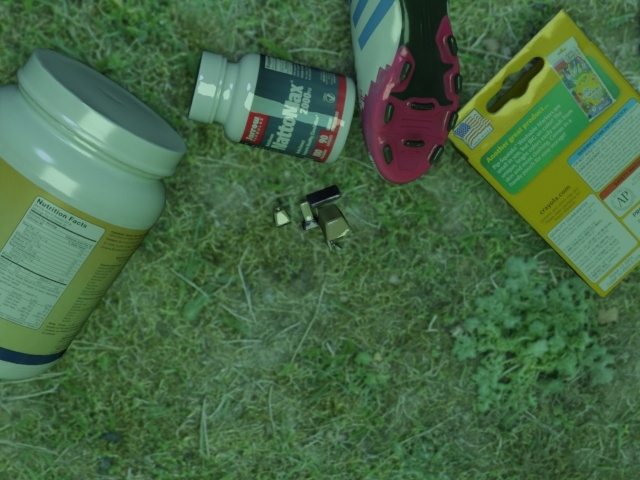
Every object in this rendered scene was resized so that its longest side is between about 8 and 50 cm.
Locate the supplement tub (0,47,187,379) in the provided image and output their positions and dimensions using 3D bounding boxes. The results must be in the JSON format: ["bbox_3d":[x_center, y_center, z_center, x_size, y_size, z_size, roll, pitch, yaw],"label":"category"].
[{"bbox_3d":[-0.315,-0.029,1.051,0.228,0.228,0.316,33,101,-17],"label":"supplement tub"}]

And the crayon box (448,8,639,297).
[{"bbox_3d":[0.317,-0.109,1.185,0.203,0.083,0.323,-45,109,8],"label":"crayon box"}]

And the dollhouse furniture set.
[{"bbox_3d":[0.000,0.000,1.166,0.091,0.114,0.081,-21,115,-3],"label":"dollhouse furniture set"}]

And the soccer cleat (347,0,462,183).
[{"bbox_3d":[0.088,-0.235,1.084,0.116,0.143,0.331,-7,111,-24],"label":"soccer cleat"}]

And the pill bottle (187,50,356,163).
[{"bbox_3d":[-0.059,-0.159,1.105,0.180,0.108,0.107,12,107,-11],"label":"pill bottle"}]
